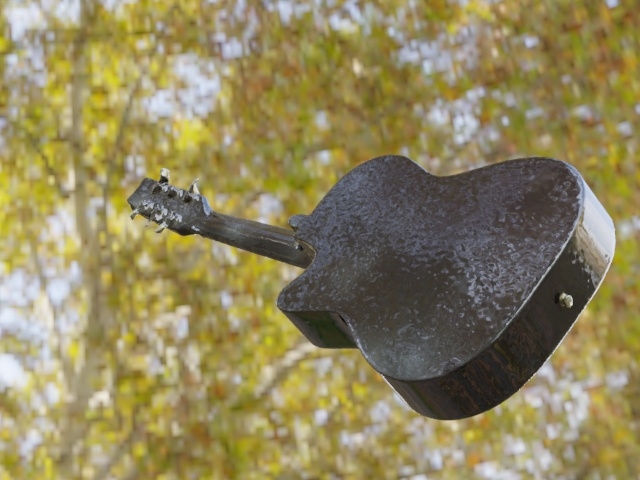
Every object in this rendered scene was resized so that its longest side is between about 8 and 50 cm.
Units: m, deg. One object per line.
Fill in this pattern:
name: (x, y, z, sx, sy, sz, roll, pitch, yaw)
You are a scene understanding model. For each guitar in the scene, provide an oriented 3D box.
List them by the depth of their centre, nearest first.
guitar: (0.000, 0.000, 0.635, 0.088, 0.233, 0.025, -53, -53, -17)
